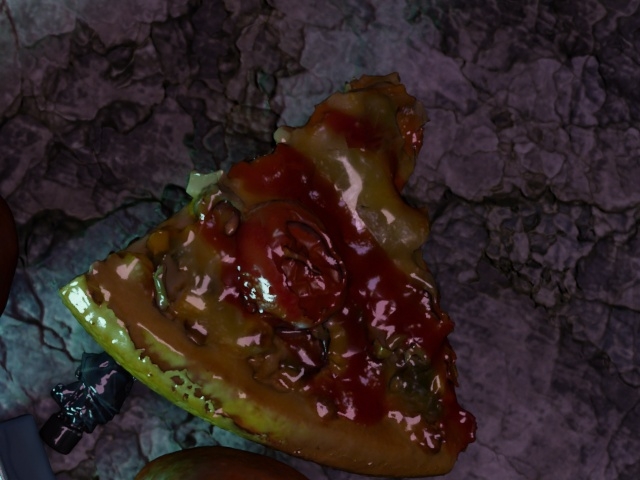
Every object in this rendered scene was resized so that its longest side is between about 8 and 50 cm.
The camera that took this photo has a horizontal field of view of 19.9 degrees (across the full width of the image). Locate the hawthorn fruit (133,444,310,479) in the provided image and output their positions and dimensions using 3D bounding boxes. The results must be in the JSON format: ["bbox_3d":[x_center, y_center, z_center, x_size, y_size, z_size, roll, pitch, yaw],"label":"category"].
[{"bbox_3d":[-0.060,0.301,1.697,0.262,0.210,0.210,17,83,-25],"label":"hawthorn fruit"}]

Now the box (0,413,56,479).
[{"bbox_3d":[-0.288,0.210,1.726,0.054,0.074,0.099,-19,89,-24],"label":"box"}]

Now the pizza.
[{"bbox_3d":[0.000,0.000,1.724,0.440,0.130,0.406,26,71,-24],"label":"pizza"}]

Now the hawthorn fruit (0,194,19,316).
[{"bbox_3d":[-0.368,0.010,1.636,0.208,0.248,0.208,1,86,-16],"label":"hawthorn fruit"}]

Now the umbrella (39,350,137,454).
[{"bbox_3d":[-0.182,0.115,1.753,0.224,0.080,0.071,-51,129,-6],"label":"umbrella"}]
